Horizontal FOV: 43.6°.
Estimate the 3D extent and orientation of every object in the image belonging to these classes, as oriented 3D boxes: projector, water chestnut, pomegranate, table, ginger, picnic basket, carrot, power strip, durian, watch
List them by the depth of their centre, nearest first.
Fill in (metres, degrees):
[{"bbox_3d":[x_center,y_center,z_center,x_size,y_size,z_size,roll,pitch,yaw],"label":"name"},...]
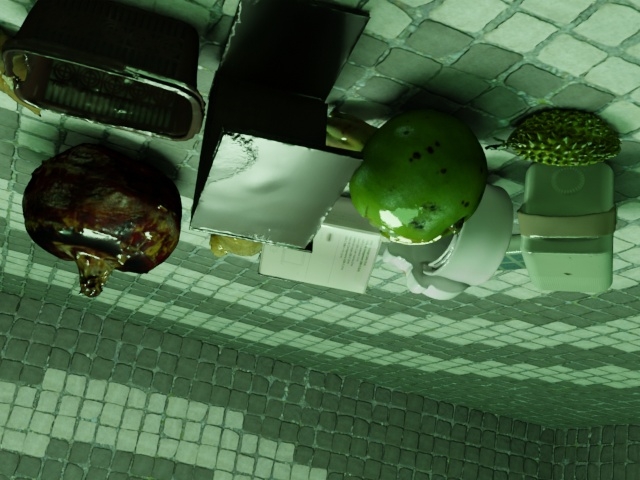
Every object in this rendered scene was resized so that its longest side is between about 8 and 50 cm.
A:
[{"bbox_3d":[-0.058,-0.162,1.139,0.196,0.251,0.282,12,152,-13],"label":"table"},{"bbox_3d":[-0.312,-0.266,1.218,0.296,0.129,0.222,13,161,-9],"label":"picnic basket"},{"bbox_3d":[0.372,-0.154,1.271,0.215,0.086,0.100,5,173,9],"label":"durian"},{"bbox_3d":[-0.542,-0.302,1.291,0.263,0.102,0.102,29,153,-35],"label":"carrot"},{"bbox_3d":[0.127,-0.125,1.316,0.302,0.236,0.236,39,170,22],"label":"pomegranate"},{"bbox_3d":[0.446,-0.025,1.433,0.163,0.177,0.242,0,159,22],"label":"projector"},{"bbox_3d":[0.237,-0.034,1.513,0.196,0.244,0.231,14,138,-18],"label":"watch"},{"bbox_3d":[-0.462,-0.030,1.684,0.350,0.302,0.350,12,164,4],"label":"water chestnut"},{"bbox_3d":[0.440,0.028,1.774,0.270,0.046,0.118,-7,154,38],"label":"power strip"},{"bbox_3d":[-0.186,-0.020,1.852,0.157,0.102,0.216,-3,151,-7],"label":"ginger"}]

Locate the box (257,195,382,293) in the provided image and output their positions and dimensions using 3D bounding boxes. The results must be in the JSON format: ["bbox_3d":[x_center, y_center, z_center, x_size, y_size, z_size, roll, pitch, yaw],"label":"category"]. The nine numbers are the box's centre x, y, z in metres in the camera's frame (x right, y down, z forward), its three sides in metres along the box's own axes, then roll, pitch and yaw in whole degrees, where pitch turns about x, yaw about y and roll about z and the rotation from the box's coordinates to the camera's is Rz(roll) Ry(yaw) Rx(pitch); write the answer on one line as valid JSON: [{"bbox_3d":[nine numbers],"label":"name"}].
[{"bbox_3d":[0.000,0.000,1.738,0.251,0.106,0.203,11,137,-1],"label":"box"}]

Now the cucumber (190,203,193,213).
[{"bbox_3d":[-0.260,-0.056,1.893,0.048,0.048,0.105,-1,161,29],"label":"cucumber"}]
